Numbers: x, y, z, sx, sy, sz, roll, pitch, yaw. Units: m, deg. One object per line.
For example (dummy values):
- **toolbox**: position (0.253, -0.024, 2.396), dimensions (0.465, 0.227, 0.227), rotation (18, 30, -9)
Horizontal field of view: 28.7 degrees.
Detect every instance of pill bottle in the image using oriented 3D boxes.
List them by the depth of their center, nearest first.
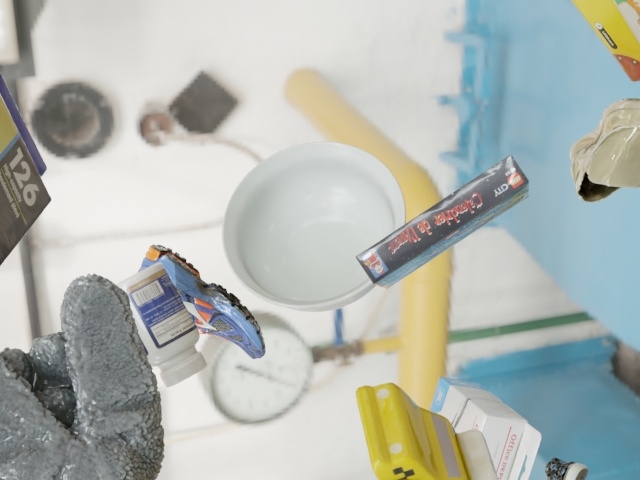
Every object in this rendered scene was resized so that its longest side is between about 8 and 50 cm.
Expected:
- **pill bottle**: position (-0.167, 0.089, 1.304), dimensions (0.120, 0.067, 0.067), rotation (62, 162, -1)

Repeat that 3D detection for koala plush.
- **koala plush**: position (-0.233, 0.178, 1.112), dimensions (0.203, 0.196, 0.221), rotation (61, 157, 15)

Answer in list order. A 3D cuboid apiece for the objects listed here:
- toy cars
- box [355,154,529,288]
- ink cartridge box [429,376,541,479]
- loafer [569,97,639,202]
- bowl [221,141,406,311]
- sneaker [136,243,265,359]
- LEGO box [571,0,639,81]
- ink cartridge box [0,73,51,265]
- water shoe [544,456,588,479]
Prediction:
- **toy cars**: position (0.128, 0.286, 0.983), dimensions (0.176, 0.087, 0.394), rotation (-26, -83, -83)
- **box**: position (0.162, -0.020, 1.620), dimensions (0.044, 0.233, 0.159), rotation (57, -175, 9)
- **ink cartridge box**: position (0.189, 0.243, 1.511), dimensions (0.180, 0.060, 0.104), rotation (-145, 70, -69)
- **loafer**: position (0.421, -0.120, 1.723), dimensions (0.268, 0.102, 0.092), rotation (117, 157, -73)
- **bowl**: position (0.000, 0.000, 2.009), dimensions (0.134, 0.298, 0.298), rotation (68, -177, -59)
- **sneaker**: position (-0.169, 0.098, 1.746), dimensions (0.087, 0.221, 0.083), rotation (-51, 9, 6)
- **LEGO box**: position (0.456, -0.476, 1.678), dimensions (0.500, 0.193, 0.372), rotation (48, 159, -19)
- **ink cartridge box**: position (-0.441, -0.131, 1.548), dimensions (0.307, 0.072, 0.304), rotation (-64, -38, -48)
- **water shoe**: position (0.475, 0.467, 2.458), dimensions (0.080, 0.073, 0.203), rotation (30, 168, 19)
